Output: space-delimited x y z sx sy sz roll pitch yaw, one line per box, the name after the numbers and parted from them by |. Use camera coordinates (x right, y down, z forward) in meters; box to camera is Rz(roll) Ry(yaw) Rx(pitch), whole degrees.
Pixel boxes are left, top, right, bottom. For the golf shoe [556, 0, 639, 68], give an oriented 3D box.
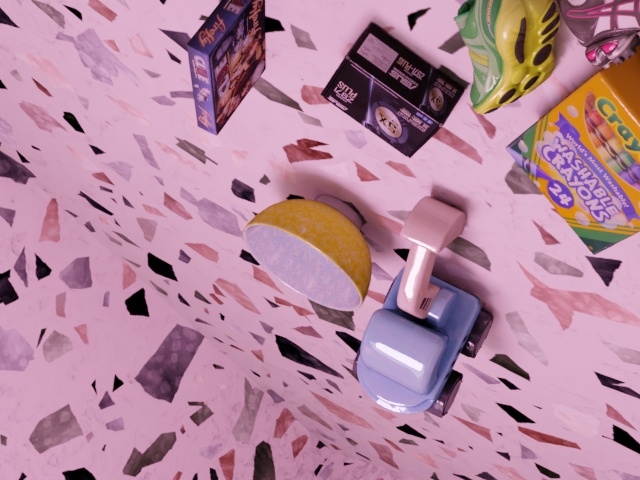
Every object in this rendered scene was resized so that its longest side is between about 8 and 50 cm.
0.354 -0.280 1.103 0.120 0.105 0.273 47 155 -8 | golf shoe

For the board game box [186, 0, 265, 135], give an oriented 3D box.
-0.150 -0.300 1.670 0.042 0.165 0.243 29 158 10 | board game box

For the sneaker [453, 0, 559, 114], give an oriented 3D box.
0.240 -0.263 1.325 0.124 0.109 0.295 61 172 18 | sneaker

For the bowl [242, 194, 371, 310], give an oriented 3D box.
0.000 0.000 2.099 0.289 0.156 0.289 29 158 13 | bowl

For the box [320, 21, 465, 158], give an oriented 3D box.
0.109 -0.229 1.575 0.180 0.078 0.147 35 159 -5 | box

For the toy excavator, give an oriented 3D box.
0.196 0.143 1.992 0.222 0.433 0.445 26 -175 18 | toy excavator

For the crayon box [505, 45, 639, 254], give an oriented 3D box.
0.397 -0.120 1.331 0.203 0.083 0.323 51 157 3 | crayon box
